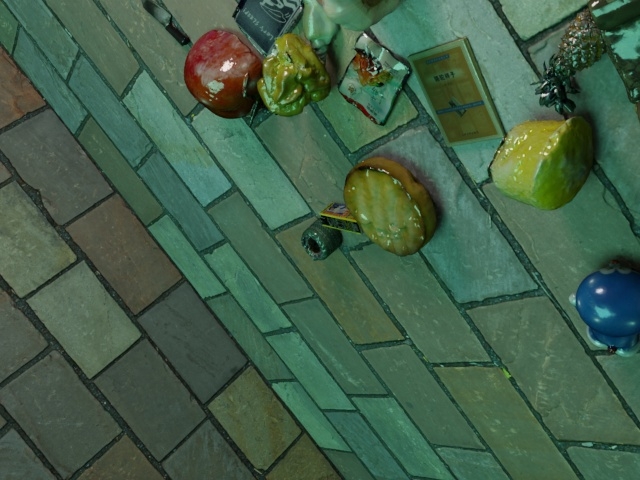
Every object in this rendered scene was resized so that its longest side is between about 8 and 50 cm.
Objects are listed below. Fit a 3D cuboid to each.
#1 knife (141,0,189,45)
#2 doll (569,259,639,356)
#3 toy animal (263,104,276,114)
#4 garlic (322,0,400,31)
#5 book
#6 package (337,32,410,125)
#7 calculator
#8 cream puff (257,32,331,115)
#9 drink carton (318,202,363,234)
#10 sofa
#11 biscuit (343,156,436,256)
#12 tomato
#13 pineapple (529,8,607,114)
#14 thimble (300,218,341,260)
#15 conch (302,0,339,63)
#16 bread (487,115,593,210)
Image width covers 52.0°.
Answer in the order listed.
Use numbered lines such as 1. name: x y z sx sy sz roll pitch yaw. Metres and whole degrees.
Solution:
1. knife: -0.495 -0.703 2.069 0.230 0.028 0.060 43 137 13
2. doll: 0.670 0.159 1.479 0.215 0.161 0.257 12 152 26
3. toy animal: -0.122 -0.416 1.900 0.108 0.062 0.220 60 153 15
4. garlic: 0.054 -0.566 1.402 0.226 0.199 0.199 44 154 43
5. book: 0.307 -0.328 1.489 0.170 0.018 0.241 -2 123 52
6. package: 0.126 -0.392 1.625 0.166 0.040 0.232 43 150 7
7. calculator: -0.141 -0.602 1.734 0.165 0.028 0.274 48 151 -5
8. cream puff: -0.074 -0.406 1.692 0.194 0.195 0.221 46 178 4
9. drink carton: 0.079 -0.068 2.013 0.166 0.071 0.056 14 133 45
10. sofa: 0.547 -0.301 1.019 0.200 0.182 0.258 -19 112 37
11. biscuit: 0.194 -0.098 1.809 0.296 0.102 0.296 34 146 28
12. tomato: -0.311 -0.473 1.949 0.309 0.170 0.309 30 144 25
13. pineapple: 0.474 -0.333 1.214 0.103 0.083 0.221 37 148 12
14. thimble: 0.000 -0.002 2.168 0.118 0.090 0.135 50 151 1
15. conch: -0.004 -0.519 1.617 0.088 0.065 0.180 17 135 41
16. bread: 0.456 -0.162 1.338 0.170 0.197 0.197 23 142 46
